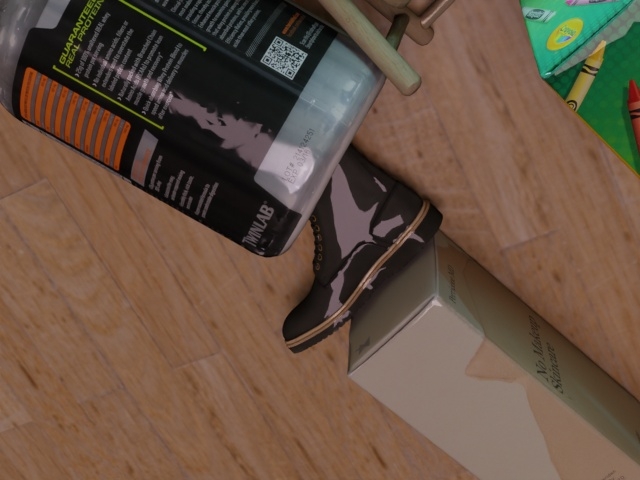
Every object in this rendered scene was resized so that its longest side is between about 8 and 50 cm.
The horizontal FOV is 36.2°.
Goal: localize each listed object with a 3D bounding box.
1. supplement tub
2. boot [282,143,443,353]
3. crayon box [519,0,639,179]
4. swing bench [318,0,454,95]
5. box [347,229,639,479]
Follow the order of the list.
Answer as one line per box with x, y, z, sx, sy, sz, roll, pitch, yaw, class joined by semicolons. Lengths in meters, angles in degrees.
-0.122;-0.138;0.787;0.316;0.193;0.194;30;118;-2;supplement tub
0.000;0.000;0.939;0.137;0.077;0.198;41;102;-11;boot
0.231;-0.137;0.714;0.165;0.278;0.081;40;116;-16;crayon box
0.066;-0.296;0.714;0.254;0.165;0.253;42;115;-10;swing bench
0.179;0.146;0.953;0.311;0.148;0.121;39;114;-16;box
